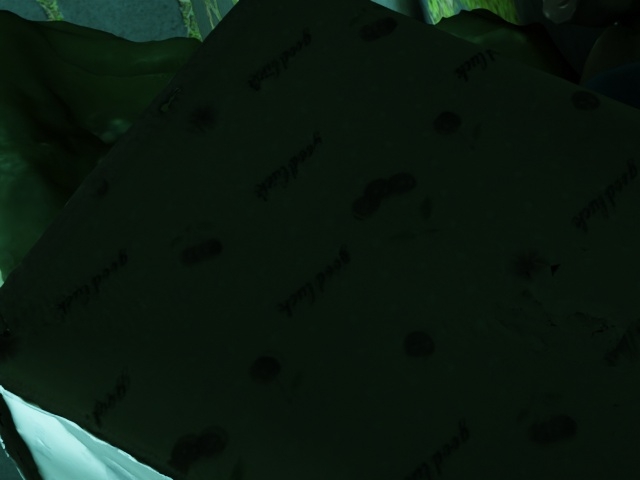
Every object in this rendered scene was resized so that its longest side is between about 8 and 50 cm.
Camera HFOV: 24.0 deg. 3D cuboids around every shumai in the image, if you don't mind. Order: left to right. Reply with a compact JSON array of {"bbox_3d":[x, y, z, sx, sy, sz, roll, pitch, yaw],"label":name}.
[{"bbox_3d":[0.000,0.000,0.815,0.397,0.323,0.324,59,-177,-31],"label":"shumai"}]

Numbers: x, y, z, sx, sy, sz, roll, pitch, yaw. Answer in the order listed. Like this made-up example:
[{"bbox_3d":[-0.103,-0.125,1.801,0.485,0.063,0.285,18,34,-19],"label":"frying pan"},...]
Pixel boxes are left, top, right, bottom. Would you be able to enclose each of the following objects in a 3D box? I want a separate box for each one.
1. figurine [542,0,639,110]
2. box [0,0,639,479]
[{"bbox_3d":[0.145,-0.047,0.540,0.178,0.114,0.144,161,95,-72],"label":"figurine"},{"bbox_3d":[0.075,0.086,0.494,0.297,0.190,0.225,25,152,20],"label":"box"}]
